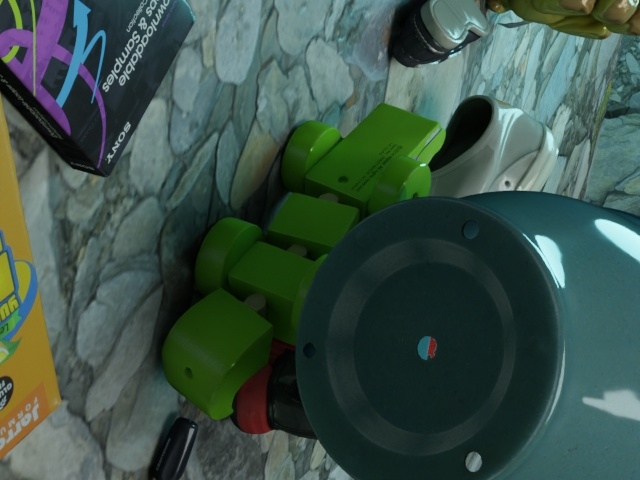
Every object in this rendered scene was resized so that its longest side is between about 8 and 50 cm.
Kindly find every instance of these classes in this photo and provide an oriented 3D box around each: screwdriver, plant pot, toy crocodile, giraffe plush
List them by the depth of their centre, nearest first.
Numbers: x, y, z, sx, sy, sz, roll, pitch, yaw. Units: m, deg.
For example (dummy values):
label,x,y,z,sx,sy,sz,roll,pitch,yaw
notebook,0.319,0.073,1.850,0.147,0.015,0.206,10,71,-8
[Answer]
label,x,y,z,sx,sy,sz,roll,pitch,yaw
plant pot,0.126,0.081,0.644,0.255,0.271,0.272,19,89,-52
screwdriver,-0.137,0.215,0.720,0.170,0.025,0.024,-63,160,0
toy crocodile,0.000,0.000,0.751,0.340,0.115,0.105,-52,153,-38
giraffe plush,0.327,-0.364,1.205,0.181,0.210,0.170,8,94,-44

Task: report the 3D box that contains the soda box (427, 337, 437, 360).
label,x,y,z,sx,sy,sz,roll,pitch,yaw
soda box,0.093,0.094,0.896,0.053,0.060,0.169,-22,-128,63

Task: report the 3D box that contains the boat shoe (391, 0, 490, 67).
label,x,y,z,sx,sy,sz,roll,pitch,yaw
boat shoe,0.127,-0.229,0.996,0.065,0.075,0.206,-34,-175,29

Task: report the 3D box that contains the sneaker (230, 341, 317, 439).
label,x,y,z,sx,sy,sz,roll,pitch,yaw
sneaker,0.029,0.070,0.852,0.276,0.135,0.098,-59,154,-34

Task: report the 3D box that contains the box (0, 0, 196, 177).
label,x,y,z,sx,sy,sz,roll,pitch,yaw
box,-0.122,-0.119,0.466,0.116,0.029,0.162,-65,160,-18

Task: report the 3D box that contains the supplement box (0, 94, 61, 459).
label,x,y,z,sx,sy,sz,roll,pitch,yaw
supplement box,-0.168,-0.006,0.372,0.078,0.080,0.233,-47,150,-45

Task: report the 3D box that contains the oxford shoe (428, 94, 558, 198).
label,x,y,z,sx,sy,sz,roll,pitch,yaw
oxford shoe,0.108,0.012,1.036,0.449,0.130,0.169,-55,-161,-20
